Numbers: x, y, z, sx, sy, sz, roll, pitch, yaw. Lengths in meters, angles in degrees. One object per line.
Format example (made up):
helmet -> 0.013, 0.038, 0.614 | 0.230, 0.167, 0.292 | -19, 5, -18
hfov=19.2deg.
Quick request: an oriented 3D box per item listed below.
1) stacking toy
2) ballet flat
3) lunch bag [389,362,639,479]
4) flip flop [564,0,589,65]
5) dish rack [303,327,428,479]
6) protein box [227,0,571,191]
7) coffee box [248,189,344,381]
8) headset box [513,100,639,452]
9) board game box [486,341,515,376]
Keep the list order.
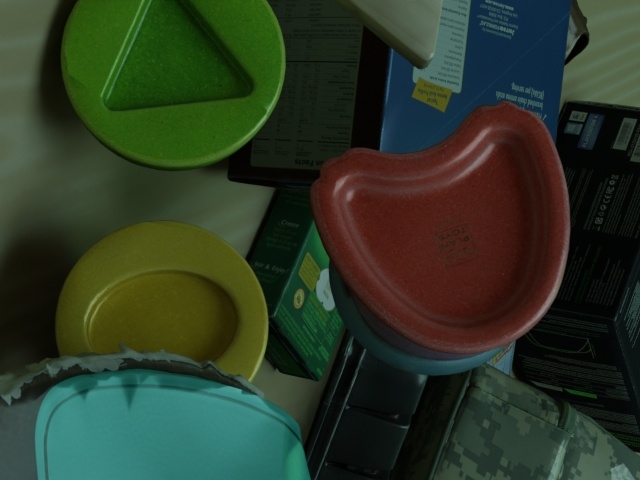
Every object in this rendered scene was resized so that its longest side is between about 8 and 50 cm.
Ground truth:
stacking toy -> -0.020, -0.033, 1.156 | 0.130, 0.309, 0.279 | 120, -41, -77
ballet flat -> -0.183, 0.127, 0.943 | 0.409, 0.147, 0.147 | -2, 102, -47
lunch bag -> 0.148, 0.283, 1.512 | 0.305, 0.256, 0.212 | -68, -170, -23
flip flop -> 0.200, -0.166, 1.691 | 0.112, 0.080, 0.277 | -38, 132, -53
dish rack -> 0.043, 0.098, 1.416 | 0.271, 0.074, 0.208 | -70, 180, -59
protein box -> 0.060, -0.126, 1.310 | 0.200, 0.136, 0.201 | 8, 89, -49
coffee box -> 0.000, 0.000, 1.409 | 0.184, 0.040, 0.113 | -67, 151, -21
headset box -> 0.296, 0.045, 1.900 | 0.246, 0.131, 0.283 | -66, 150, -26
board game box -> 0.125, 0.050, 1.650 | 0.194, 0.060, 0.194 | -29, 124, -57
